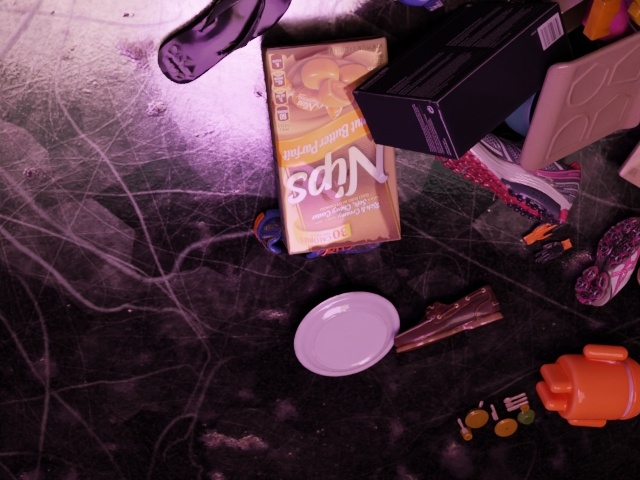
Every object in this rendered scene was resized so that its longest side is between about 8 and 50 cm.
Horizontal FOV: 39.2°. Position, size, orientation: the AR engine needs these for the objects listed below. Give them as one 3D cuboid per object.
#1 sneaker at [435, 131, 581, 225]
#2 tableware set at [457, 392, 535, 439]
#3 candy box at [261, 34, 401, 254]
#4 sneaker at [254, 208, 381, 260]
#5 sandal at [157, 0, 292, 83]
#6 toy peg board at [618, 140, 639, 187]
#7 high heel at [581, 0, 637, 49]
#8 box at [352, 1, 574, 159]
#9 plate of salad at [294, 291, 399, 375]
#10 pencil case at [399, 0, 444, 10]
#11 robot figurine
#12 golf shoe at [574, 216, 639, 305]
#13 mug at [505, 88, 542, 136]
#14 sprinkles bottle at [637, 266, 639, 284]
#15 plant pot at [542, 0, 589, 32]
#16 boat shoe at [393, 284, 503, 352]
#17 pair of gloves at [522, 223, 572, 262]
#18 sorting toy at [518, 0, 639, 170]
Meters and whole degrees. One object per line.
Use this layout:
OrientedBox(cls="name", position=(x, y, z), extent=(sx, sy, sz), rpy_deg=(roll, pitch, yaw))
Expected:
OrientedBox(cls="sneaker", position=(0.297, -0.138, 1.482), extent=(0.299, 0.121, 0.112), rpy_deg=(30, 82, -21))
OrientedBox(cls="tableware set", position=(0.353, 0.358, 1.808), extent=(0.154, 0.024, 0.104), rpy_deg=(-24, 123, 4))
OrientedBox(cls="candy box", position=(0.018, -0.149, 1.395), extent=(0.183, 0.087, 0.316), rpy_deg=(-8, 105, -6))
OrientedBox(cls="sneaker", position=(0.000, 0.000, 1.518), extent=(0.221, 0.087, 0.083), rpy_deg=(-1, 120, -7))
OrientedBox(cls="sandal", position=(-0.134, -0.321, 1.338), extent=(0.254, 0.054, 0.097), rpy_deg=(-41, 117, 14))
OrientedBox(cls="toy peg board", position=(0.618, -0.150, 1.542), extent=(0.161, 0.079, 0.161), rpy_deg=(29, 112, -5))
OrientedBox(cls="high heel", position=(0.428, -0.298, 1.355), extent=(0.117, 0.082, 0.244), rpy_deg=(-39, 163, -6))
OrientedBox(cls="box", position=(0.206, -0.239, 1.300), extent=(0.261, 0.184, 0.103), rpy_deg=(-40, 124, -21))
OrientedBox(cls="plate of salad", position=(0.047, 0.167, 1.642), extent=(0.200, 0.048, 0.200), rpy_deg=(-9, 127, -12))
OrientedBox(cls="pencil case", position=(0.062, -0.449, 1.259), extent=(0.306, 0.119, 0.133), rpy_deg=(31, 121, -22))
OrientedBox(cls="robot figurine", position=(0.532, 0.280, 1.728), extent=(0.219, 0.128, 0.158), rpy_deg=(2, 81, -9))
OrientedBox(cls="golf shoe", position=(0.539, 0.037, 1.638), extent=(0.086, 0.067, 0.186), rpy_deg=(8, 121, -43))
OrientedBox(cls="mug", position=(0.354, -0.238, 1.422), extent=(0.129, 0.097, 0.157), rpy_deg=(14, 106, -35))
OrientedBox(cls="sprinkles bottle", position=(0.711, 0.178, 1.699), extent=(0.121, 0.121, 0.355), rpy_deg=(-29, 119, 8))
OrientedBox(cls="plant pot", position=(0.377, -0.385, 1.340), extent=(0.109, 0.109, 0.096), rpy_deg=(-32, 78, 10))
OrientedBox(cls="boat shoe", position=(0.227, 0.144, 1.648), extent=(0.207, 0.073, 0.073), rpy_deg=(-21, 82, 0))
OrientedBox(cls="pair of gloves", position=(0.409, 0.000, 1.622), extent=(0.074, 0.010, 0.083), rpy_deg=(-31, 121, 8))
OrientedBox(cls="sorting toy", position=(0.411, -0.247, 1.307), extent=(0.229, 0.041, 0.307), rpy_deg=(-22, 146, -20))
